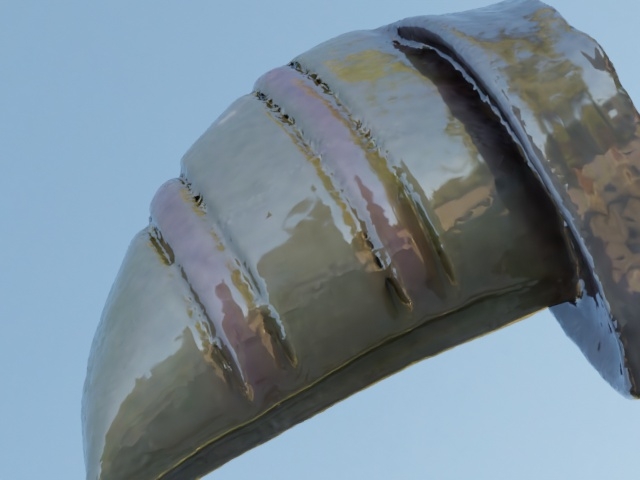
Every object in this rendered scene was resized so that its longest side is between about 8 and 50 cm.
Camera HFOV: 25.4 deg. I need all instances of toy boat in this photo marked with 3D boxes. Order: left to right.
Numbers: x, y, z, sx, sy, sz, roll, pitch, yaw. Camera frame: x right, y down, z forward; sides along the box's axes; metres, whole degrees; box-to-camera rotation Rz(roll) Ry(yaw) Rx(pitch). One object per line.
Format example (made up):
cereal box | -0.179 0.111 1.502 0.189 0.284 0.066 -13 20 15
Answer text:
toy boat | 0.024 -0.019 0.667 0.293 0.276 0.111 -10 -45 6
